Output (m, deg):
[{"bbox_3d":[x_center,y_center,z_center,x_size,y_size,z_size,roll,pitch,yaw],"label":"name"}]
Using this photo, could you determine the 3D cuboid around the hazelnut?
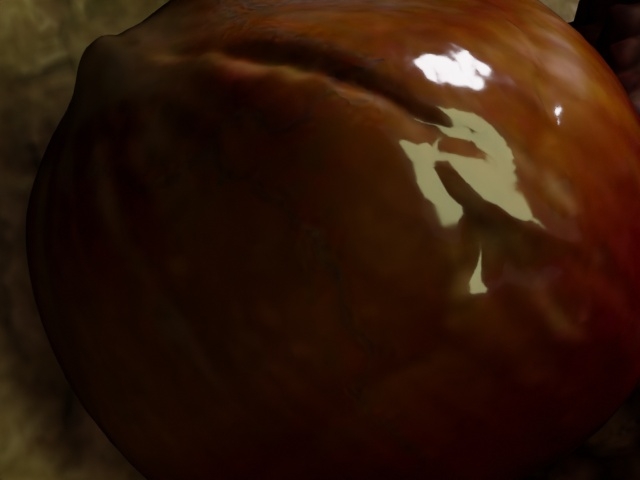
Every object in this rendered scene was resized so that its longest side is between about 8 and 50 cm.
[{"bbox_3d":[0.000,0.000,0.561,0.229,0.229,0.229,9,77,-43],"label":"hazelnut"}]

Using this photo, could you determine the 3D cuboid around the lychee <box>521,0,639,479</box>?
[{"bbox_3d":[0.210,0.006,0.726,0.330,0.306,0.306,-33,108,-18],"label":"lychee"}]
